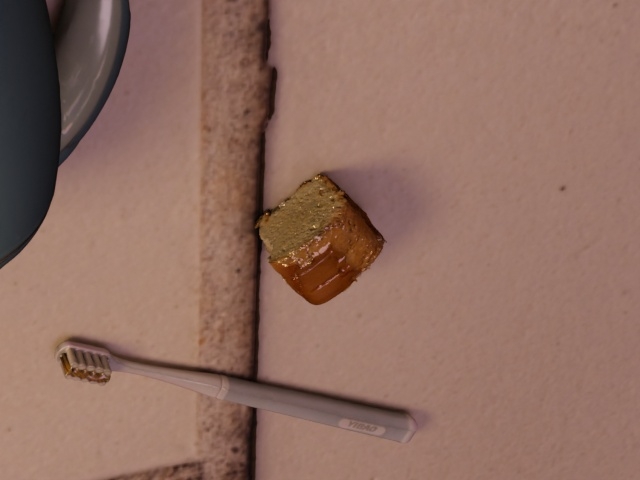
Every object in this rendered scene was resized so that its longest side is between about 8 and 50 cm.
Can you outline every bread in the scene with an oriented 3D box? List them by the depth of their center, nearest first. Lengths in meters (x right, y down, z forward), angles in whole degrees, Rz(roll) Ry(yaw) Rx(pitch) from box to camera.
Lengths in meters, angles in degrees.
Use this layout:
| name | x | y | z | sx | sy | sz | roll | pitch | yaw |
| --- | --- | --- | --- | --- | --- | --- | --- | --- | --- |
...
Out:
| name | x | y | z | sx | sy | sz | roll | pitch | yaw |
| --- | --- | --- | --- | --- | --- | --- | --- | --- | --- |
| bread | 0.001 | 0.002 | 1.393 | 0.083 | 0.077 | 0.070 | -41 | 124 | 6 |

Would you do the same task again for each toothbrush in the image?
| name | x | y | z | sx | sy | sz | roll | pitch | yaw |
| --- | --- | --- | --- | --- | --- | --- | --- | --- | --- |
| toothbrush | -0.061 | 0.127 | 1.479 | 0.342 | 0.030 | 0.025 | 15 | 120 | -32 |

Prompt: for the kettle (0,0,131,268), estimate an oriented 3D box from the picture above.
| name | x | y | z | sx | sy | sz | roll | pitch | yaw |
| --- | --- | --- | --- | --- | --- | --- | --- | --- | --- |
| kettle | -0.248 | -0.135 | 1.124 | 0.319 | 0.247 | 0.342 | -45 | 140 | -23 |
